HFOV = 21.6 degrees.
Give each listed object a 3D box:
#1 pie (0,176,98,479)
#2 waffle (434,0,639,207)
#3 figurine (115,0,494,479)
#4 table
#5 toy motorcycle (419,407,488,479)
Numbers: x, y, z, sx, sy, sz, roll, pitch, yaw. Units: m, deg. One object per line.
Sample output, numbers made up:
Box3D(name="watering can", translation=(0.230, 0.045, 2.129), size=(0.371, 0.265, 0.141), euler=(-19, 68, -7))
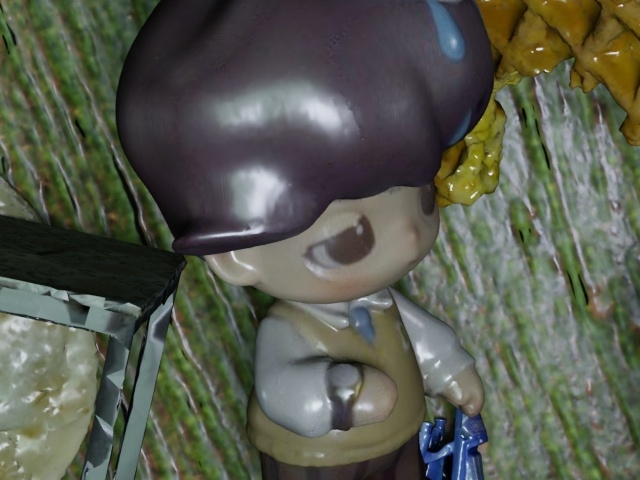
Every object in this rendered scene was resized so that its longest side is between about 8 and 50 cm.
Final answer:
Box3D(name="pie", translation=(-0.313, 0.069, 1.112), size=(0.339, 0.077, 0.339), euler=(1, 98, 5))
Box3D(name="waffle", translation=(0.120, -0.146, 0.963), size=(0.069, 0.293, 0.260), euler=(-27, 106, -33))
Box3D(name="figurine", translation=(0.010, 0.007, 0.937), size=(0.218, 0.206, 0.365), euler=(-19, 99, -27))
Box3D(name="table", translation=(-0.277, 0.117, 0.966), size=(0.335, 0.222, 0.272), euler=(12, 97, 0))
Box3D(name="toy motorcycle", translation=(0.089, 0.202, 1.081), size=(0.114, 0.076, 0.205), euler=(-23, 80, 13))
